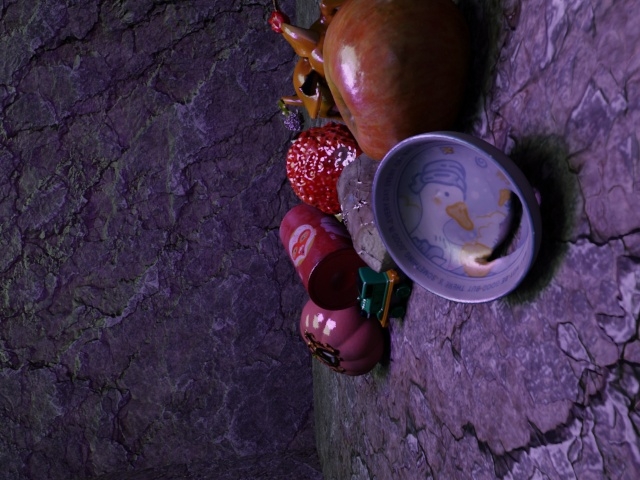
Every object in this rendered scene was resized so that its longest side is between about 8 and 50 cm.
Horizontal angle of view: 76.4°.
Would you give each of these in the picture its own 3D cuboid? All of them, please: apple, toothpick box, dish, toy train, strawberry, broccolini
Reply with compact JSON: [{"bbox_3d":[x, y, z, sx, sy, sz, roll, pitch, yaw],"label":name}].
[{"bbox_3d":[0.148,-0.307,0.754,0.277,0.250,0.309,64,-179,32],"label":"apple"},{"bbox_3d":[0.009,0.035,1.237,0.333,0.204,0.204,-124,31,-56],"label":"toothpick box"},{"bbox_3d":[0.226,-0.050,0.642,0.273,0.134,0.273,34,139,36],"label":"dish"},{"bbox_3d":[0.161,0.141,1.096,0.091,0.136,0.227,-104,16,-51],"label":"toy train"},{"bbox_3d":[0.047,-0.204,1.210,0.310,0.292,0.291,-104,14,-59],"label":"strawberry"},{"bbox_3d":[-0.104,-0.420,1.309,0.216,0.067,0.058,-113,9,-46],"label":"broccolini"}]

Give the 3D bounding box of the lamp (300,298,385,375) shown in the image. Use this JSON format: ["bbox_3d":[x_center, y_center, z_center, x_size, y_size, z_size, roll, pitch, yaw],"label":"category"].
[{"bbox_3d":[0.081,0.292,1.340,0.305,0.239,0.305,31,148,22],"label":"lamp"}]

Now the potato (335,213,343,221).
[{"bbox_3d":[0.075,-0.074,1.529,0.149,0.120,0.081,-81,3,-76],"label":"potato"}]

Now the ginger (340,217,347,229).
[{"bbox_3d":[0.093,0.044,1.427,0.086,0.131,0.294,8,-89,-77],"label":"ginger"}]

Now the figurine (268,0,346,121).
[{"bbox_3d":[-0.001,-0.563,1.281,0.400,0.268,0.387,61,173,12],"label":"figurine"}]

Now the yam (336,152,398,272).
[{"bbox_3d":[0.148,-0.072,0.968,0.202,0.202,0.271,95,162,-47],"label":"yam"}]
